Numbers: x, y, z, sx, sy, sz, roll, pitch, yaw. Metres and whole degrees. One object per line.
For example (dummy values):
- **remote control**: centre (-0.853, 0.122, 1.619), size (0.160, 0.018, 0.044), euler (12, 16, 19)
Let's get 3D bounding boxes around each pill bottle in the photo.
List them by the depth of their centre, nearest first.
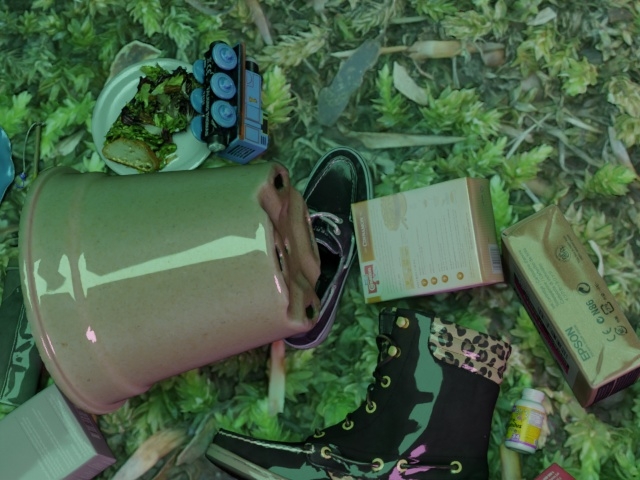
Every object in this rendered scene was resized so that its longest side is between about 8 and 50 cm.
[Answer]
- **pill bottle**: centre (0.277, 0.242, 1.728), size (0.043, 0.043, 0.083), euler (14, 76, 10)

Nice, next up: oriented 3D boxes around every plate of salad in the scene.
- **plate of salad**: centre (-0.245, -0.183, 1.909), size (0.199, 0.048, 0.200), euler (-2, 73, 7)

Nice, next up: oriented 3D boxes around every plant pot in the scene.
- **plant pot**: centre (-0.173, 0.035, 1.661), size (0.305, 0.334, 0.334), euler (-12, 73, 15)

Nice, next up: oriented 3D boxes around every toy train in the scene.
- **toy train**: centre (-0.130, -0.204, 1.875), size (0.080, 0.105, 0.184), euler (-29, 52, 44)

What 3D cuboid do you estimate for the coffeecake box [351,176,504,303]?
- **coffeecake box**: centre (0.143, 0.002, 1.747), size (0.185, 0.068, 0.142), euler (-12, 83, 34)

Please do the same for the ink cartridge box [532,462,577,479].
- **ink cartridge box**: centre (0.323, 0.412, 1.587), size (0.237, 0.172, 0.100), euler (38, 126, 23)

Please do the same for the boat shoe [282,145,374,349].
- **boat shoe**: centre (0.000, 0.000, 1.799), size (0.108, 0.102, 0.301), euler (16, 77, 11)

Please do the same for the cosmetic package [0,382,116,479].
- **cosmetic package**: centre (-0.417, 0.316, 1.759), size (0.238, 0.107, 0.127), euler (-34, 73, -1)

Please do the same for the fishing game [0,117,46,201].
- **fishing game**: centre (-0.550, -0.109, 1.928), size (0.264, 0.041, 0.189), euler (2, 72, 7)

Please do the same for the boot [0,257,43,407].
- **boot**: centre (-0.395, 0.137, 1.820), size (0.189, 0.076, 0.209), euler (3, 67, 22)

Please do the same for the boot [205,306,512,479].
- **boot**: centre (0.062, 0.228, 1.708), size (0.377, 0.138, 0.284), euler (15, 77, 7)

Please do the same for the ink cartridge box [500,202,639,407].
- **ink cartridge box**: centre (0.328, 0.091, 1.688), size (0.088, 0.193, 0.235), euler (-28, 72, -1)
